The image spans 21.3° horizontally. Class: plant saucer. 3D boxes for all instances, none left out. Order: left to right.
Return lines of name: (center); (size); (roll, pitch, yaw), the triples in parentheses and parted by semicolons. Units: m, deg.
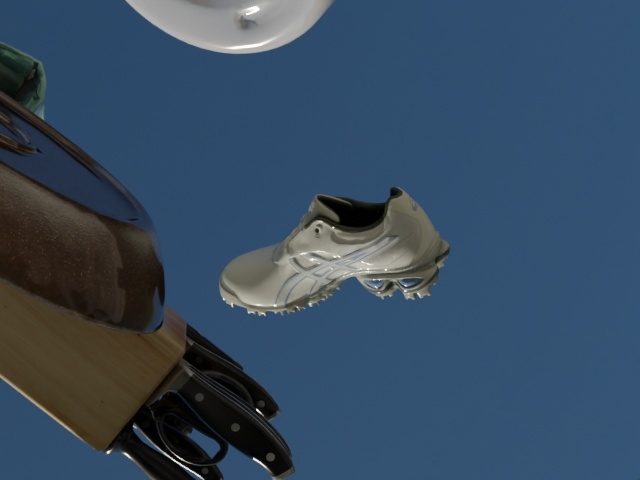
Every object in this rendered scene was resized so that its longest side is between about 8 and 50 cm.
plant saucer: (-0.205, -0.057, 0.942); (0.310, 0.310, 0.050); (30, -83, -35)

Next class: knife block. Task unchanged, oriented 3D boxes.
knife block: (-0.144, 0.070, 1.082); (0.088, 0.242, 0.275); (-50, -35, 3)

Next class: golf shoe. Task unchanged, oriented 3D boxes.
golf shoe: (0.000, 0.000, 1.203); (0.069, 0.176, 0.086); (-72, -36, -49)

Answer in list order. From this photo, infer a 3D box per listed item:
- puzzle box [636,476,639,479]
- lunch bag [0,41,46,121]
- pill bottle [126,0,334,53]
puzzle box: (0.112, 0.188, 0.793); (0.052, 0.409, 0.272); (49, -153, 8)
lunch bag: (-0.325, -0.065, 1.215); (0.262, 0.223, 0.160); (-10, -107, -16)
pill bottle: (-0.007, -0.167, 0.689); (0.112, 0.112, 0.187); (55, -137, -19)
